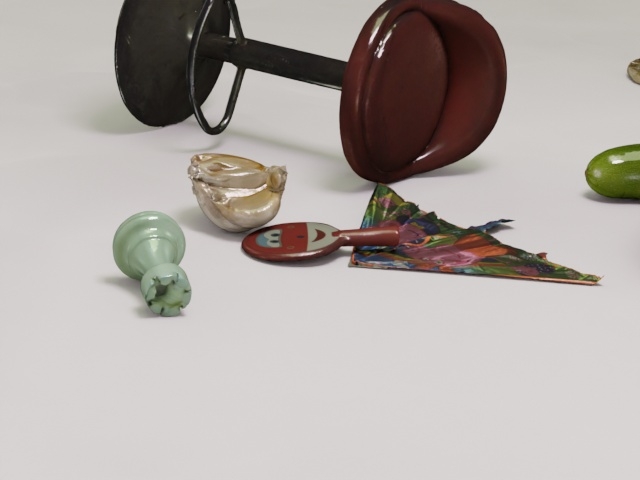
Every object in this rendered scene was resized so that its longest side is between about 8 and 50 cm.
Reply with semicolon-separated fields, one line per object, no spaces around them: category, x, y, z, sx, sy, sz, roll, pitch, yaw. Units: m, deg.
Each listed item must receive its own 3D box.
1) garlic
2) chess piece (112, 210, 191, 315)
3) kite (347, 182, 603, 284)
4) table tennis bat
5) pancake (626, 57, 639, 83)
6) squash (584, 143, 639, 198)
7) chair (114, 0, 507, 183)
garlic;-0.086;-0.048;1.674;0.094;0.074;0.113;-7;27;-16
chess piece;-0.144;0.024;1.481;0.067;0.067;0.103;-2;30;-17
kite;0.119;0.000;1.664;0.234;0.016;0.321;-12;25;-40
table tennis bat;0.000;0.000;1.627;0.154;0.019;0.098;-3;19;2
pancake;0.513;-0.242;2.430;0.139;0.022;0.139;3;18;-1
squash;0.415;-0.078;1.875;0.252;0.066;0.066;1;19;-13
chair;-0.011;-0.197;1.900;0.401;0.226;0.226;15;22;28
